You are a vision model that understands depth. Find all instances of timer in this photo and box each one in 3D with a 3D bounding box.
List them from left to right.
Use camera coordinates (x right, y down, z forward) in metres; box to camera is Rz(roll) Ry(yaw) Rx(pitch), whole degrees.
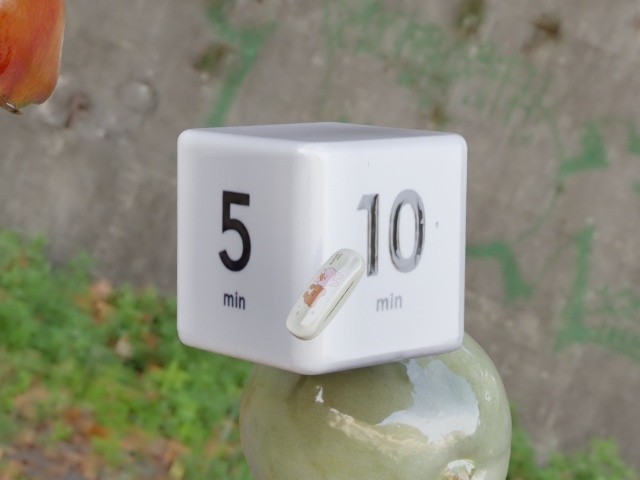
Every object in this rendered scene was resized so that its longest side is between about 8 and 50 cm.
[{"bbox_3d":[0.000,0.000,1.622,0.192,0.195,0.194,-6,11,-40],"label":"timer"}]

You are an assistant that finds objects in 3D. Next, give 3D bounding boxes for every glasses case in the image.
[{"bbox_3d":[0.004,0.042,1.464,0.032,0.083,0.021,27,-14,43],"label":"glasses case"}]

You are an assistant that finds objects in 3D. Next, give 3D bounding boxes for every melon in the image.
[{"bbox_3d":[0.051,0.184,1.819,0.308,0.271,0.272,-6,-18,43],"label":"melon"}]

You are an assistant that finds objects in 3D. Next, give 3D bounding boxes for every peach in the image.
[{"bbox_3d":[-0.345,-0.258,1.693,0.258,0.201,0.362,24,-3,40],"label":"peach"}]
